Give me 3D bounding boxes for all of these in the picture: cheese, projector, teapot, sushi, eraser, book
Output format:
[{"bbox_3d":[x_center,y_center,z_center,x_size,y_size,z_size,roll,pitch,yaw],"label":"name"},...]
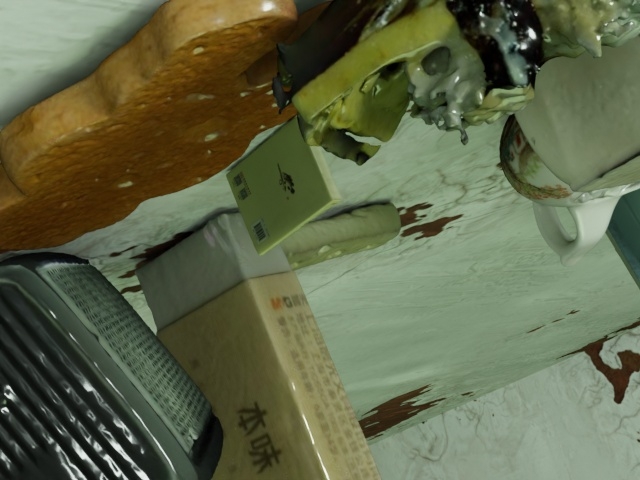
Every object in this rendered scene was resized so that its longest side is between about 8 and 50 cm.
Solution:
[{"bbox_3d":[0.000,0.000,1.439,0.194,0.043,0.065,-16,171,-38],"label":"cheese"},{"bbox_3d":[-0.284,0.211,1.123,0.395,0.242,0.405,-38,-179,-3],"label":"projector"},{"bbox_3d":[0.260,-0.086,1.282,0.204,0.139,0.298,-18,166,-18],"label":"teapot"},{"bbox_3d":[0.118,-0.134,0.848,0.291,0.131,0.139,-31,161,15],"label":"sushi"},{"bbox_3d":[-0.051,0.152,1.329,0.144,0.343,0.078,-32,166,37],"label":"eraser"},{"bbox_3d":[-0.030,-0.044,1.163,0.014,0.077,0.111,-12,165,-42],"label":"book"}]

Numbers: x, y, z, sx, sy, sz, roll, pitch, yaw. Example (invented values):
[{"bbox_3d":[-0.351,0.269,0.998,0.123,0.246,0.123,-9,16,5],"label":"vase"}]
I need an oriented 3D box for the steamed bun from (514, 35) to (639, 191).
[{"bbox_3d":[0.242,-0.150,0.951,0.146,0.164,0.242,-8,161,-44],"label":"steamed bun"}]

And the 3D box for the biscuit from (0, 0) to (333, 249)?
[{"bbox_3d":[-0.114,-0.082,0.973,0.334,0.047,0.202,-32,161,34],"label":"biscuit"}]

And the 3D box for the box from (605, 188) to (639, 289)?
[{"bbox_3d":[0.412,-0.022,1.587,0.162,0.227,0.130,-14,149,-20],"label":"box"}]
